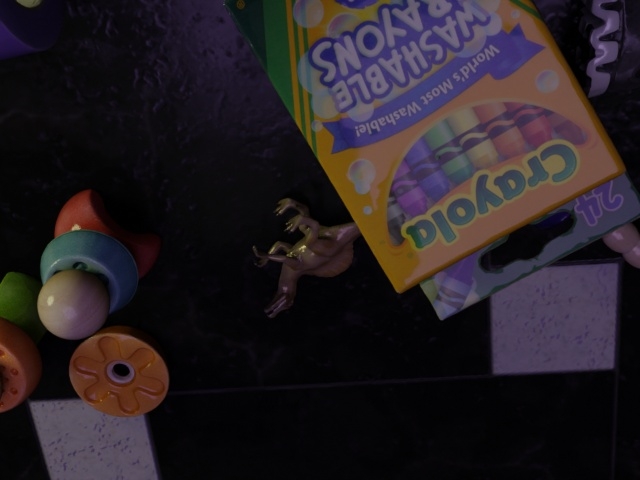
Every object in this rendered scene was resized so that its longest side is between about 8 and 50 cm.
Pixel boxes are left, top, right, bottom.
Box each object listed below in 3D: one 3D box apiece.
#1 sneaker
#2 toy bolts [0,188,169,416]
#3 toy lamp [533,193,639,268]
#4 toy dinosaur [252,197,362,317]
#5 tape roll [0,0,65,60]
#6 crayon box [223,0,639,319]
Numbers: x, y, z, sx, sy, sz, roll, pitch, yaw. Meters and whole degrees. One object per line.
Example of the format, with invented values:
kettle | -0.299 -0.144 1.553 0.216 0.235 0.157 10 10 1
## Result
sneaker | 0.258 -0.221 0.771 0.106 0.078 0.234 0 121 0
toy bolts | -0.226 0.095 0.911 0.218 0.158 0.228 32 115 -12
toy lamp | 0.270 0.001 0.880 0.274 0.080 0.080 37 113 -14
toy dinosaur | 0.000 0.000 0.921 0.183 0.053 0.092 -36 125 27
tape roll | -0.266 -0.225 0.734 0.080 0.189 0.189 -10 116 10
crayon box | 0.096 -0.105 0.786 0.203 0.083 0.323 -30 96 17
